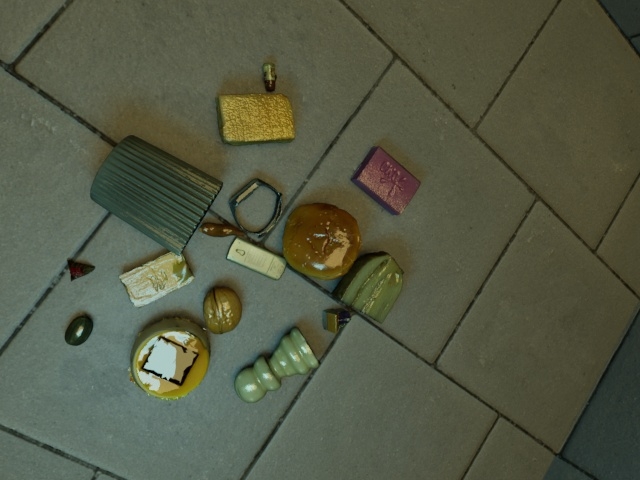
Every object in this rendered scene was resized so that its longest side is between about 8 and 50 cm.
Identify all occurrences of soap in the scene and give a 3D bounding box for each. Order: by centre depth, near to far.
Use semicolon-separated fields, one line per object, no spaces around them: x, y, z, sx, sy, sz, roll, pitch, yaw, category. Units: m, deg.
-0.584;0.134;1.498;0.233;0.076;0.135;-26;101;-15;soap
0.277;-0.252;1.765;0.259;0.081;0.181;38;82;-17;soap

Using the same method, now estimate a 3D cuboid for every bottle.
-0.192;-0.622;1.595;0.063;0.047;0.101;-9;98;-29;bottle

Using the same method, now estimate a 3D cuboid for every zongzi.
-0.833;0.110;1.430;0.083;0.067;0.074;16;101;-1;zongzi

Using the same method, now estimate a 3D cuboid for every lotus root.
0.196;0.163;1.716;0.267;0.149;0.260;33;84;-35;lotus root

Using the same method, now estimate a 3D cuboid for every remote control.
-0.247;0.073;1.629;0.233;0.038;0.098;25;85;-18;remote control

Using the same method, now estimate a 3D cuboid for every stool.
-0.540;-0.154;1.390;0.330;0.297;0.297;31;84;-14;stool

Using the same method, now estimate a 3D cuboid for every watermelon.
-0.823;0.306;1.424;0.078;0.078;0.111;31;82;-18;watermelon

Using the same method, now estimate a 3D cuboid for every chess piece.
-0.180;0.501;1.627;0.330;0.182;0.182;-33;104;-8;chess piece

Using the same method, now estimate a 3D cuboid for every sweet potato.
-0.365;-0.037;1.573;0.194;0.056;0.057;4;93;-30;sweet potato

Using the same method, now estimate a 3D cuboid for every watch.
-0.238;-0.126;1.605;0.206;0.068;0.193;-41;109;-9;watch

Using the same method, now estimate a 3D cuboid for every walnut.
-0.364;0.255;1.550;0.144;0.144;0.180;-14;94;-18;walnut

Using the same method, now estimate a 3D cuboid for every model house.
0.072;0.334;1.725;0.100;0.100;0.088;-3;95;-19;model house

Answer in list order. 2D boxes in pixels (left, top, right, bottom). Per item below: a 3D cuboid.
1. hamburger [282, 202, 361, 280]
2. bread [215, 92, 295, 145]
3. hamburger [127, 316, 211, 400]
0.000;0.000;1.617;0.314;0.170;0.290;15;79;9;hamburger
-0.242;-0.451;1.558;0.274;0.114;0.185;-8;93;-20;bread
-0.532;0.417;1.483;0.276;0.179;0.294;29;81;-21;hamburger
